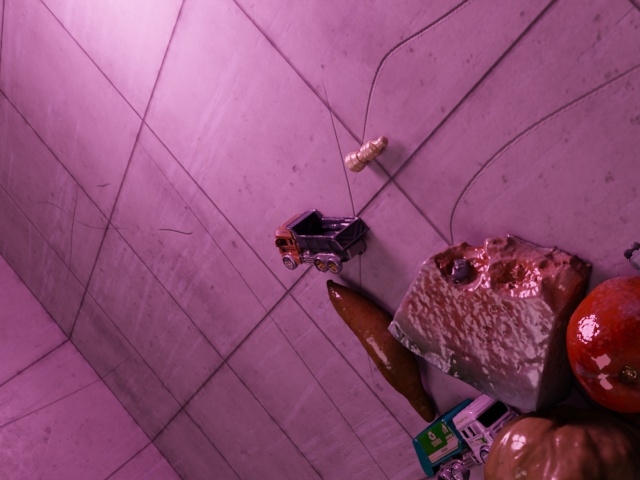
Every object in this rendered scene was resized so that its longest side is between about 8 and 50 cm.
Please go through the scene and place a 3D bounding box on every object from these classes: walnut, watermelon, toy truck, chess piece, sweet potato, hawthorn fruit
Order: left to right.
[{"bbox_3d":[0.000,0.000,1.441,0.192,0.083,0.092,2,122,48],"label":"toy truck"},{"bbox_3d":[0.078,-0.144,1.266,0.035,0.035,0.092,54,142,-2],"label":"chess piece"},{"bbox_3d":[0.132,0.210,1.485,0.346,0.079,0.108,55,174,-6],"label":"sweet potato"},{"bbox_3d":[0.266,0.367,1.432,0.124,0.114,0.253,51,145,14],"label":"toy truck"},{"bbox_3d":[0.251,0.134,1.200,0.264,0.151,0.302,28,139,33],"label":"watermelon"},{"bbox_3d":[0.373,0.383,1.151,0.282,0.253,0.277,59,-156,-79],"label":"walnut"},{"bbox_3d":[0.399,0.137,1.013,0.173,0.173,0.173,30,140,30],"label":"hawthorn fruit"}]

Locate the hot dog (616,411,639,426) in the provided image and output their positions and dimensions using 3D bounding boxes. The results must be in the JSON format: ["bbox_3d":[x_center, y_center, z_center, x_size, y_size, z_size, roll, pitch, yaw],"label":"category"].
[{"bbox_3d":[0.483,0.257,1.144,0.122,0.037,0.049,34,130,17],"label":"hot dog"}]

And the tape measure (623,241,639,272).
[{"bbox_3d":[0.486,-0.025,0.842,0.164,0.084,0.330,45,144,9],"label":"tape measure"}]
